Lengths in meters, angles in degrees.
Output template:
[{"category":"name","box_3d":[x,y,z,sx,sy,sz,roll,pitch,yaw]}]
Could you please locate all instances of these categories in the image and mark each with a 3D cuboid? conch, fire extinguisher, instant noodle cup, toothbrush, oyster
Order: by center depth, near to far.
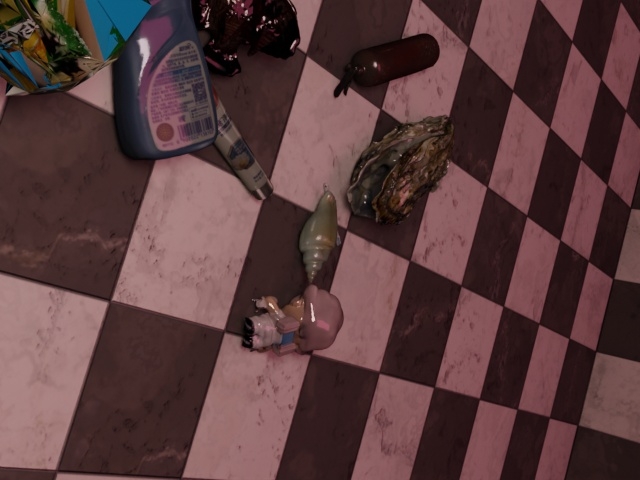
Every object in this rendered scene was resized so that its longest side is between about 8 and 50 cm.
[{"category":"instant noodle cup","box_3d":[-0.328,-0.288,0.943,0.240,0.240,0.178,-62,146,-20]},{"category":"conch","box_3d":[0.005,0.000,1.533,0.088,0.065,0.180,33,67,-48]},{"category":"toothbrush","box_3d":[0.022,-0.049,1.587,0.013,0.011,0.131,-59,142,-56]},{"category":"fire extinguisher","box_3d":[0.124,-0.332,1.606,0.267,0.072,0.089,-27,155,-45]},{"category":"oyster","box_3d":[0.170,-0.153,1.661,0.351,0.158,0.162,-50,176,-42]}]

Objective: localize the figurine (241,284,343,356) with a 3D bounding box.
[{"category":"figurine","box_3d":[-0.037,0.145,1.488,0.228,0.112,0.138,-7,109,-40]}]

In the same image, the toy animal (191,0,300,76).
[{"category":"toy animal","box_3d":[-0.136,-0.354,1.276,0.218,0.116,0.180,11,60,-25]}]

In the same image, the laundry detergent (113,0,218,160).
[{"category":"laundry detergent","box_3d":[-0.229,-0.263,1.167,0.143,0.094,0.290,-19,110,-34]}]

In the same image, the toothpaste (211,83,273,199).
[{"category":"toothpaste","box_3d":[-0.144,-0.157,1.336,0.062,0.039,0.239,-51,132,-21]}]
